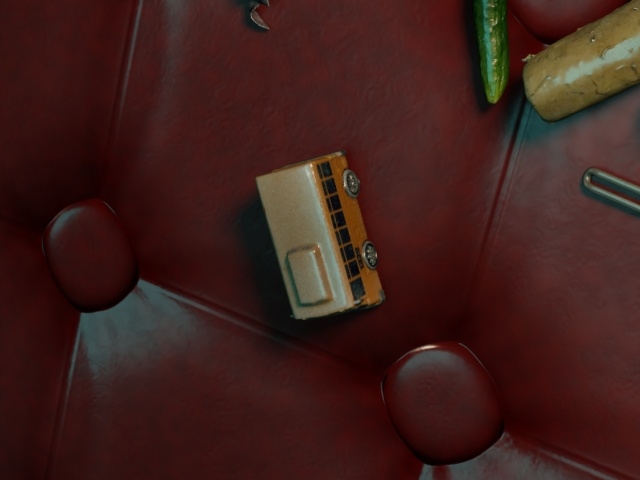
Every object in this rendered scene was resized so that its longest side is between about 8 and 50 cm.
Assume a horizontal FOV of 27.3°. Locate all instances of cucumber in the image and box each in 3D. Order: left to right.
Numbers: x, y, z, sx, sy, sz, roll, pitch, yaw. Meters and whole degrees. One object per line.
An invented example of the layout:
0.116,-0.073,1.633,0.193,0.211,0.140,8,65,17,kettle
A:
0.177,-0.227,1.376,0.039,0.039,0.168,0,103,27,cucumber

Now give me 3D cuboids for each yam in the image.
0.363,-0.227,1.260,0.372,0.083,0.083,-28,87,26,yam

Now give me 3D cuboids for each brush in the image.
0.383,-0.013,1.322,0.266,0.027,0.062,25,110,21,brush

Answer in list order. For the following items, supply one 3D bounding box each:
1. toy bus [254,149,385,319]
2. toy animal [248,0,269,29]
0.000,0.000,1.474,0.091,0.103,0.182,-13,95,29,toy bus
-0.072,-0.283,1.494,0.028,0.050,0.084,-8,132,5,toy animal
